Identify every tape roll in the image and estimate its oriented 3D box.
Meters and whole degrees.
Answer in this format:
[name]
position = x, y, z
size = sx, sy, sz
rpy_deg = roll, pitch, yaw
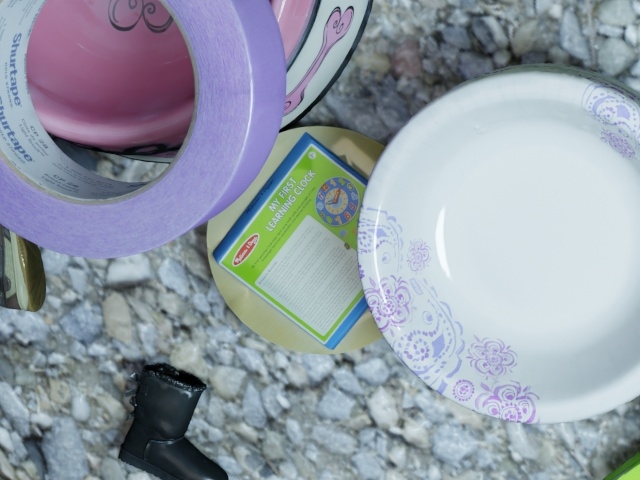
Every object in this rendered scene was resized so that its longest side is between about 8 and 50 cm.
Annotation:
[tape roll]
position = -0.169, -0.128, 1.211
size = 0.275, 0.090, 0.275
rpy_deg = 4, 103, 16

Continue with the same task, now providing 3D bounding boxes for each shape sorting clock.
[shape sorting clock]
position = 0.000, 0.000, 1.369
size = 0.206, 0.040, 0.206
rpy_deg = 1, 102, 5

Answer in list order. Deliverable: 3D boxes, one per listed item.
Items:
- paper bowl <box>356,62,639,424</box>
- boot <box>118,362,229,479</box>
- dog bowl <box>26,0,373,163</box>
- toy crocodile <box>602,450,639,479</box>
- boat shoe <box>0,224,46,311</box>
[paper bowl]
position = 0.181, -0.004, 1.260
size = 0.284, 0.148, 0.284
rpy_deg = 3, 102, 16
[boot]
position = -0.131, 0.176, 1.445
size = 0.121, 0.045, 0.099
rpy_deg = 20, 103, 12
[dog bowl]
position = -0.160, -0.257, 1.307
size = 0.408, 0.150, 0.408
rpy_deg = 3, 102, 15
[toy crocodile]
position = 0.373, 0.127, 1.265
size = 0.115, 0.105, 0.340
rpy_deg = 45, 114, 3
[boat shoe]
position = -0.296, -0.005, 1.447
size = 0.049, 0.056, 0.152
rpy_deg = -4, 100, 12
